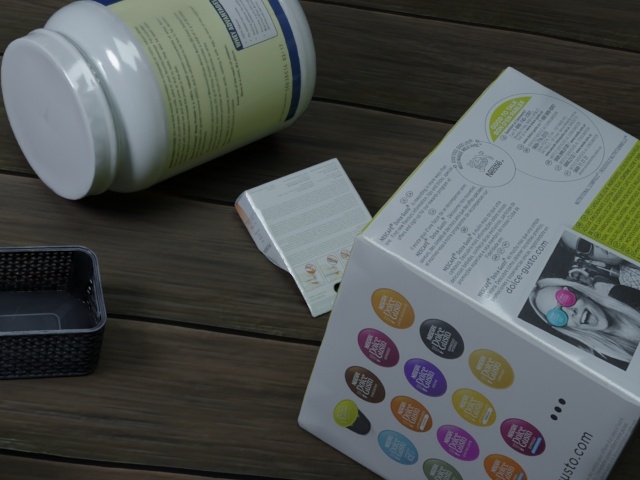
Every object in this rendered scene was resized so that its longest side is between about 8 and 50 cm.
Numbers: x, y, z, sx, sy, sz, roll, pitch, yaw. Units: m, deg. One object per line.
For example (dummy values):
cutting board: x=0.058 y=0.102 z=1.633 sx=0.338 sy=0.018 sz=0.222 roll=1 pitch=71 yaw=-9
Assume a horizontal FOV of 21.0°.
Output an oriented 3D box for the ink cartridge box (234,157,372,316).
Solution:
ink cartridge box: x=0.000 y=0.000 z=2.107 sx=0.145 sy=0.045 sz=0.179 roll=-21 pitch=77 yaw=-31

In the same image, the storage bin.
storage bin: x=-0.334 y=0.080 z=1.903 sx=0.180 sy=0.084 sz=0.122 roll=-2 pitch=51 yaw=-16

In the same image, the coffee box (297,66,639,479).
coffee box: x=0.220 y=0.085 z=1.880 sx=0.334 sy=0.337 sz=0.338 roll=31 pitch=49 yaw=12

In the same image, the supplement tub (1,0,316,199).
supplement tub: x=-0.193 y=-0.197 z=2.079 sx=0.325 sy=0.235 sz=0.235 roll=-25 pitch=61 yaw=-32
